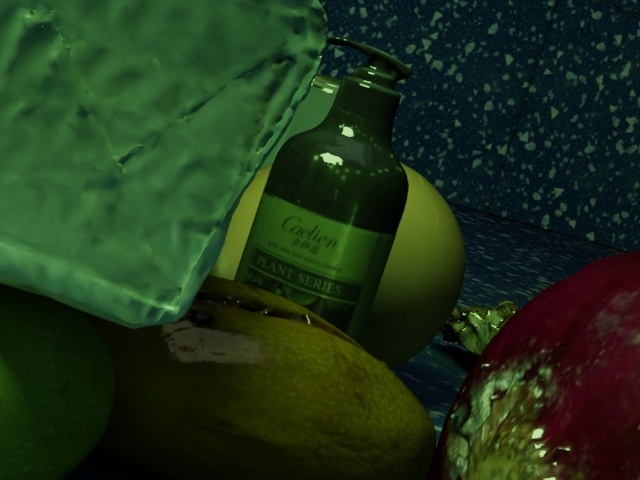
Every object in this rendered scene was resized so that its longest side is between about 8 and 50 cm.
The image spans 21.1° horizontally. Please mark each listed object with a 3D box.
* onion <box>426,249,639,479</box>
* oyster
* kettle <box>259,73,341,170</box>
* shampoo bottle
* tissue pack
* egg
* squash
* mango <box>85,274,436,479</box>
[{"bbox_3d":[0.213,0.136,0.872,0.282,0.260,0.337,21,5,-18],"label":"onion"},{"bbox_3d":[0.215,0.109,1.731,0.198,0.092,0.259,19,3,-26],"label":"oyster"},{"bbox_3d":[-0.038,-0.047,1.666,0.210,0.243,0.160,10,10,-39],"label":"kettle"},{"bbox_3d":[0.000,0.000,1.224,0.101,0.284,0.101,19,7,-2],"label":"shampoo bottle"},{"bbox_3d":[-0.205,-0.132,0.937,0.332,0.205,0.405,22,9,-14],"label":"tissue pack"},{"bbox_3d":[0.007,0.022,1.442,0.201,0.201,0.244,21,20,26],"label":"egg"},{"bbox_3d":[-0.197,0.072,0.850,0.132,0.132,0.247,22,6,30],"label":"squash"},{"bbox_3d":[-0.036,0.095,1.073,0.295,0.120,0.177,13,10,-35],"label":"mango"}]
